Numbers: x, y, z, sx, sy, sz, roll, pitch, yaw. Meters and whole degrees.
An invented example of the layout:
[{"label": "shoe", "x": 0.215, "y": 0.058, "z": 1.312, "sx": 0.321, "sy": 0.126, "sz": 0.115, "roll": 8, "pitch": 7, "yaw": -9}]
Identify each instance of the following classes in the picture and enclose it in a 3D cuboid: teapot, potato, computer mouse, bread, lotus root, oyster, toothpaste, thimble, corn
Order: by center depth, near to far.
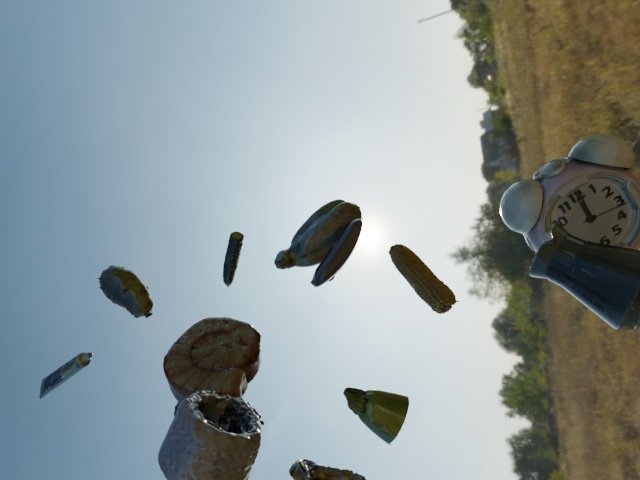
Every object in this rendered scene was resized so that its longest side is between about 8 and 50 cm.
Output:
[{"label": "teapot", "x": 0.586, "y": 0.074, "z": 0.943, "sx": 0.171, "sy": 0.225, "sz": 0.203, "roll": -57, "pitch": -35, "yaw": -1}, {"label": "thimble", "x": -0.251, "y": 0.470, "z": 1.040, "sx": 0.157, "sy": 0.217, "sz": 0.245, "roll": -65, "pitch": 9, "yaw": -2}, {"label": "toothpaste", "x": -0.688, "y": 0.357, "z": 1.189, "sx": 0.038, "sy": 0.233, "sz": 0.060, "roll": 36, "pitch": -152, "yaw": -42}, {"label": "computer mouse", "x": 0.054, "y": 0.039, "z": 1.256, "sx": 0.232, "sy": 0.057, "sz": 0.120, "roll": -56, "pitch": 4, "yaw": -13}, {"label": "potato", "x": -0.601, "y": 0.157, "z": 1.372, "sx": 0.090, "sy": 0.225, "sz": 0.117, "roll": -14, "pitch": -50, "yaw": -60}, {"label": "lotus root", "x": 0.000, "y": 0.000, "z": 1.409, "sx": 0.140, "sy": 0.322, "sz": 0.158, "roll": 51, "pitch": 173, "yaw": -29}, {"label": "bread", "x": -0.353, "y": 0.394, "z": 1.453, "sx": 0.328, "sy": 0.295, "sz": 0.114, "roll": -65, "pitch": -20, "yaw": -51}, {"label": "oyster", "x": 0.018, "y": 0.841, "z": 1.488, "sx": 0.197, "sy": 0.337, "sz": 0.133, "roll": -13, "pitch": -66, "yaw": -48}, {"label": "corn", "x": 0.349, "y": 0.127, "z": 1.549, "sx": 0.313, "sy": 0.102, "sz": 0.102, "roll": 53, "pitch": -173, "yaw": 35}]

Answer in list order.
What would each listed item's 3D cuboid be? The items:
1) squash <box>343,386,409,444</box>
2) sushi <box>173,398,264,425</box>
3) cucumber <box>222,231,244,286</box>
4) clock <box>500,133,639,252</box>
[{"label": "squash", "x": 0.100, "y": 0.341, "z": 0.906, "sx": 0.105, "sy": 0.132, "sz": 0.105, "roll": -155, "pitch": 90, "yaw": -90}, {"label": "sushi", "x": -0.396, "y": 0.666, "z": 1.694, "sx": 0.348, "sy": 0.207, "sz": 0.234, "roll": 50, "pitch": -175, "yaw": -49}, {"label": "cucumber", "x": -0.411, "y": 0.094, "z": 2.037, "sx": 0.067, "sy": 0.067, "sz": 0.294, "roll": -54, "pitch": -15, "yaw": -59}, {"label": "clock", "x": 0.688, "y": -0.078, "z": 1.173, "sx": 0.326, "sy": 0.342, "sz": 0.184, "roll": 50, "pitch": -170, "yaw": -17}]
